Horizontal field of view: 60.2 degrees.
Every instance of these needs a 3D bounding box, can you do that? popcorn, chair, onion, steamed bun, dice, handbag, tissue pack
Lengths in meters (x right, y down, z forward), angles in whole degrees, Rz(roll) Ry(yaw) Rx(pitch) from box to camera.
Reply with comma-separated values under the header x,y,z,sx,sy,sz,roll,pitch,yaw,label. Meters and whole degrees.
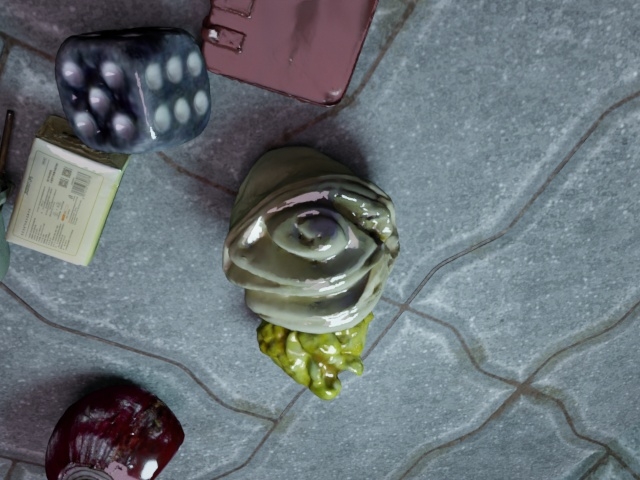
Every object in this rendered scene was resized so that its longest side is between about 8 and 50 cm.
x,y,z,sx,sy,sz,roll,pitch,yaw,label
0.001,0.197,1.238,0.242,0.235,0.250,33,100,-6,popcorn
-0.661,-0.082,1.003,0.186,0.160,0.319,11,119,-21,chair
-0.514,0.496,1.317,0.337,0.282,0.260,-39,99,26,onion
0.000,0.000,1.051,0.339,0.247,0.352,19,75,-17,steamed bun
-0.300,-0.249,0.903,0.183,0.182,0.181,8,120,21,dice
-0.056,-0.383,0.949,0.275,0.084,0.260,11,120,-15,handbag
-0.472,-0.091,1.040,0.159,0.125,0.234,21,117,-19,tissue pack
